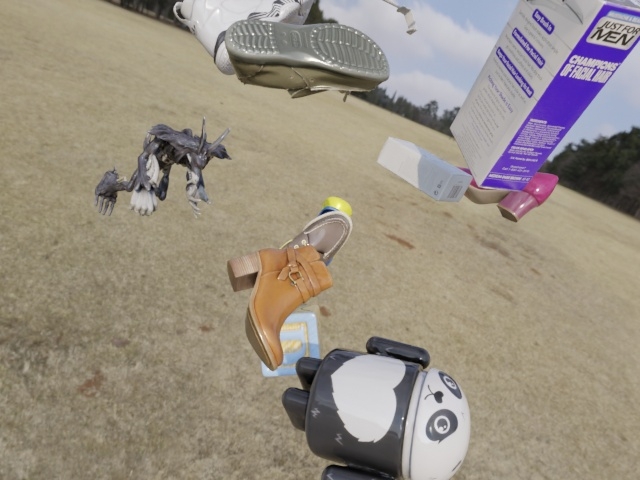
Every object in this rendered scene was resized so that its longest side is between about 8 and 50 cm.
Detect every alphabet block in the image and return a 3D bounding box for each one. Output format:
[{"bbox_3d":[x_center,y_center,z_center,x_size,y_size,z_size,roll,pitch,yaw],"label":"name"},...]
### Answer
[{"bbox_3d":[-0.093,0.324,1.460,0.192,0.194,0.197,-3,-1,4],"label":"alphabet block"}]

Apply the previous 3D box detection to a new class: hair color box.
[{"bbox_3d":[0.369,-0.272,0.768,0.109,0.339,0.185,3,50,-14],"label":"hair color box"}]

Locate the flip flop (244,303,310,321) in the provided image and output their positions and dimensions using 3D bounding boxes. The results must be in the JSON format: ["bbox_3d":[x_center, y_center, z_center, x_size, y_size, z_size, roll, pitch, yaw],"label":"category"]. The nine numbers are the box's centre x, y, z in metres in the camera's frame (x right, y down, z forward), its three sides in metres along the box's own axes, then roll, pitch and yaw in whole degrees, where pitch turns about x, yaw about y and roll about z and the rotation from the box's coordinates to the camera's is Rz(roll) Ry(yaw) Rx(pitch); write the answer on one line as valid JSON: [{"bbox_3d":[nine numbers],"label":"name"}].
[{"bbox_3d":[-0.158,0.280,1.716,0.276,0.080,0.112,-8,31,-15],"label":"flip flop"}]

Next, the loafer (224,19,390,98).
[{"bbox_3d":[-0.018,-0.269,0.670,0.250,0.095,0.087,5,-24,-13],"label":"loafer"}]

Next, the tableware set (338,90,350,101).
[{"bbox_3d":[0.069,-0.488,1.252,0.128,0.039,0.194,59,-9,0],"label":"tableware set"}]

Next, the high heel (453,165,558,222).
[{"bbox_3d":[0.590,-0.201,1.474,0.127,0.181,0.377,47,2,-41],"label":"high heel"}]

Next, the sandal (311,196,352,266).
[{"bbox_3d":[0.000,0.000,1.464,0.126,0.318,0.138,26,50,10],"label":"sandal"}]

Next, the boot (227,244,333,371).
[{"bbox_3d":[-0.071,0.137,1.005,0.219,0.109,0.284,-11,54,-23],"label":"boot"}]

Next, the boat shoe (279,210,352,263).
[{"bbox_3d":[-0.051,0.041,1.189,0.117,0.324,0.097,52,20,-6],"label":"boat shoe"}]

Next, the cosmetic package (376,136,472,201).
[{"bbox_3d":[0.277,-0.192,1.189,0.117,0.086,0.231,-3,36,-46],"label":"cosmetic package"}]

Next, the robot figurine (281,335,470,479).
[{"bbox_3d":[0.083,0.260,0.674,0.277,0.209,0.173,7,-6,22],"label":"robot figurine"}]

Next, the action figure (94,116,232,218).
[{"bbox_3d":[-0.257,-0.104,0.748,0.275,0.141,0.164,-16,-11,37],"label":"action figure"}]

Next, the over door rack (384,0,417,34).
[{"bbox_3d":[0.182,-0.568,0.869,0.239,0.108,0.324,-18,-15,41],"label":"over door rack"}]

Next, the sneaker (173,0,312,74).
[{"bbox_3d":[-0.183,-0.586,1.108,0.210,0.366,0.137,43,-26,-1],"label":"sneaker"}]
